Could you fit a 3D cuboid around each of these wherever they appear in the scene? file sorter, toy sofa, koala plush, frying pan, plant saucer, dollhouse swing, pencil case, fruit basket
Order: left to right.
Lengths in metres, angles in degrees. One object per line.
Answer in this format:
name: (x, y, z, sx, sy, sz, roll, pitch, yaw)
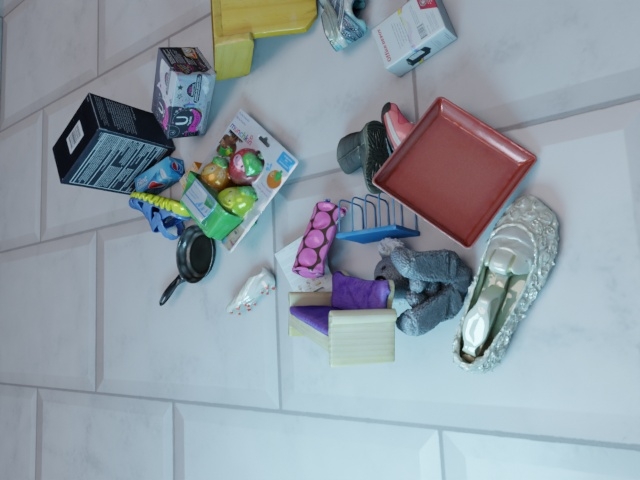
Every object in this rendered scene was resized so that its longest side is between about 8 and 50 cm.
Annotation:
frying pan: (-0.433, 0.106, 1.807, 0.197, 0.053, 0.326, 25, 103, 39)
fruit basket: (-0.268, -0.188, 1.637, 0.327, 0.165, 0.353, 46, 110, 31)
dollhouse swing: (-0.190, -0.725, 1.691, 0.315, 0.305, 0.347, 136, 130, -75)
pencil case: (0.000, 0.000, 1.417, 0.098, 0.095, 0.209, 11, 75, 31)
toy sofa: (0.036, 0.167, 1.263, 0.362, 0.150, 0.177, -175, 86, -72)
file sorter: (0.141, -0.058, 1.332, 0.170, 0.118, 0.104, -8, 78, 37)
koala plush: (0.208, 0.092, 1.250, 0.221, 0.203, 0.196, 9, 108, 57)
plant saucer: (0.288, -0.147, 1.177, 0.258, 0.048, 0.259, 37, 81, 13)

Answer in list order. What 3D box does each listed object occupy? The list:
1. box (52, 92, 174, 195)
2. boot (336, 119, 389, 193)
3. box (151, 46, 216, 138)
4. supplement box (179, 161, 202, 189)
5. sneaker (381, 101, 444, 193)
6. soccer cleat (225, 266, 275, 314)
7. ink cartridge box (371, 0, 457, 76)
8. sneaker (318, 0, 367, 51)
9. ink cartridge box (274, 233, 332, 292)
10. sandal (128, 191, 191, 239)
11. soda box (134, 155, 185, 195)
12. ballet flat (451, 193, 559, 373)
box: (-0.747, -0.333, 1.940, 0.296, 0.294, 0.183, -40, 61, 28)
boot: (0.099, -0.194, 1.351, 0.208, 0.076, 0.190, 166, 107, -65)
box: (-0.455, -0.482, 1.769, 0.163, 0.142, 0.247, 56, 142, 28)
supplement box: (-0.436, -0.214, 1.848, 0.098, 0.036, 0.062, -45, 60, 26)
sneaker: (0.245, -0.212, 1.292, 0.136, 0.116, 0.314, -23, 65, 7)
soccer cleat: (-0.214, 0.157, 1.626, 0.196, 0.068, 0.076, -38, 59, 22)
ink cartridge box: (0.229, -0.511, 1.333, 0.175, 0.072, 0.127, -28, 70, 33)
sneaker: (0.060, -0.662, 1.479, 0.122, 0.110, 0.283, -17, 78, 18)
ink cartridge box: (-0.031, 0.079, 1.515, 0.145, 0.045, 0.179, -32, 85, 31)
sandal: (-0.572, -0.090, 1.889, 0.317, 0.126, 0.138, 16, 95, 40)
soda box: (-0.582, -0.226, 1.945, 0.210, 0.067, 0.071, -23, 72, 35)
ballet flat: (0.378, 0.100, 1.122, 0.147, 0.147, 0.409, 23, 99, 37)
